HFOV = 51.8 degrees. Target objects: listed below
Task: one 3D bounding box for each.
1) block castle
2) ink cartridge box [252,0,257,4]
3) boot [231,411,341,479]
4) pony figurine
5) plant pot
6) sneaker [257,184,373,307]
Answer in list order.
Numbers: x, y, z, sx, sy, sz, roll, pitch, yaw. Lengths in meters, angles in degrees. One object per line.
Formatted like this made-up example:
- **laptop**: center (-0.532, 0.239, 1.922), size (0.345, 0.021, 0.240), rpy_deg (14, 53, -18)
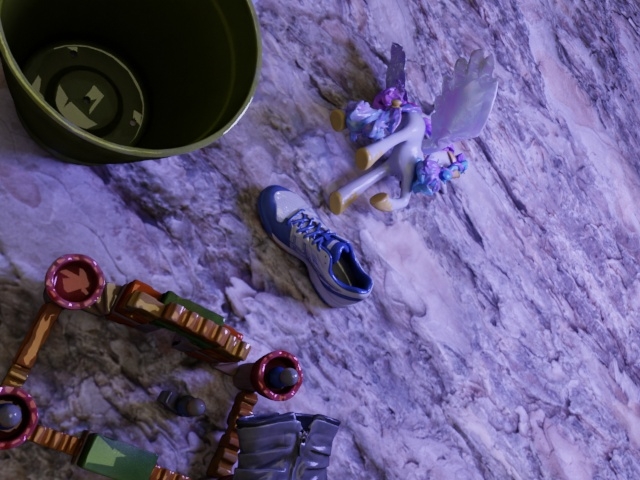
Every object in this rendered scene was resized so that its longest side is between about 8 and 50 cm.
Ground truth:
- **block castle**: center (-0.267, 0.240, 1.042), size (0.453, 0.213, 0.303), rpy_deg (29, 65, -21)
- **ink cartridge box**: center (-0.220, -0.617, 1.326), size (0.311, 0.065, 0.186), rpy_deg (51, 58, -25)
- **boot**: center (-0.119, 0.367, 0.967), size (0.338, 0.118, 0.223), rpy_deg (1, 88, -41)
- **pony figurine**: center (0.190, -0.232, 1.420), size (0.363, 0.303, 0.351), rpy_deg (-19, 120, -36)
- **plant pot**: center (-0.333, -0.268, 1.036), size (0.366, 0.353, 0.366), rpy_deg (6, 79, -31)
- **sneaker**: center (0.000, 0.000, 1.305), size (0.296, 0.131, 0.112), rpy_deg (50, 61, -9)
